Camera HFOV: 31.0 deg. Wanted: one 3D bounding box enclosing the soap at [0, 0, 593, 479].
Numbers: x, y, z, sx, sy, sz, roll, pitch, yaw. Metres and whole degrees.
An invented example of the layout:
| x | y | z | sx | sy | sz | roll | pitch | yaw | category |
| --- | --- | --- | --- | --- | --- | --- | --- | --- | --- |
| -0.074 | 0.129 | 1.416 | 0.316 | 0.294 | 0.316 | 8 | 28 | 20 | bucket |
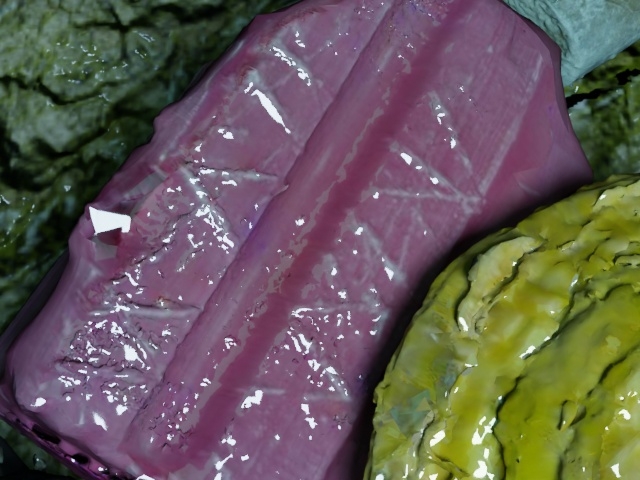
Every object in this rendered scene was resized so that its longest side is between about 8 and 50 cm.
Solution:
| x | y | z | sx | sy | sz | roll | pitch | yaw | category |
| --- | --- | --- | --- | --- | --- | --- | --- | --- | --- |
| 0.000 | 0.000 | 0.583 | 0.220 | 0.127 | 0.325 | 39 | 73 | -16 | soap |

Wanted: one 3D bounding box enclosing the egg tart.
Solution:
| x | y | z | sx | sy | sz | roll | pitch | yaw | category |
| --- | --- | --- | --- | --- | --- | --- | --- | --- | --- |
| 0.165 | 0.105 | 0.512 | 0.294 | 0.123 | 0.294 | 1 | 88 | -23 | egg tart |

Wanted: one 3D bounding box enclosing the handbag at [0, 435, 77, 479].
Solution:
| x | y | z | sx | sy | sz | roll | pitch | yaw | category |
| --- | --- | --- | --- | --- | --- | --- | --- | --- | --- |
| -0.157 | 0.179 | 0.483 | 0.181 | 0.254 | 0.181 | -20 | 82 | -8 | handbag |

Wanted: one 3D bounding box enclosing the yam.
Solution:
| x | y | z | sx | sy | sz | roll | pitch | yaw | category |
| --- | --- | --- | --- | --- | --- | --- | --- | --- | --- |
| 0.220 | -0.193 | 0.716 | 0.259 | 0.093 | 0.093 | -34 | 69 | -12 | yam |
